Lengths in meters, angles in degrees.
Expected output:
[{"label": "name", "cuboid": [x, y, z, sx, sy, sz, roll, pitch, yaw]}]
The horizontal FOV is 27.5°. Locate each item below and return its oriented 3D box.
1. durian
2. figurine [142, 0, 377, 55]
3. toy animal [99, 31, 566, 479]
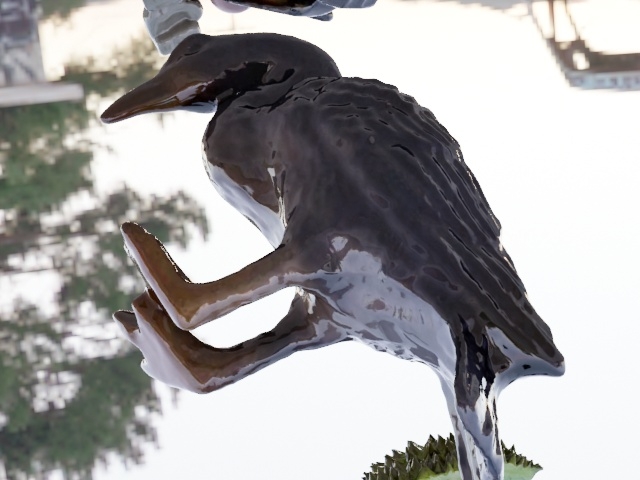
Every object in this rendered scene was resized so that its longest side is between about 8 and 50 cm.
[{"label": "durian", "cuboid": [0.051, 0.205, 0.886, 0.100, 0.215, 0.086, 43, -168, 11]}, {"label": "figurine", "cuboid": [-0.076, -0.282, 1.109, 0.308, 0.143, 0.308, -2, 158, -1]}, {"label": "toy animal", "cuboid": [0.000, 0.000, 0.644, 0.185, 0.122, 0.298, -36, -127, -28]}]
